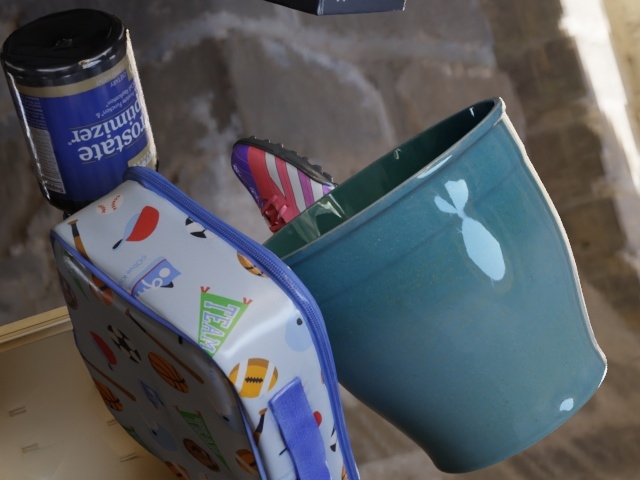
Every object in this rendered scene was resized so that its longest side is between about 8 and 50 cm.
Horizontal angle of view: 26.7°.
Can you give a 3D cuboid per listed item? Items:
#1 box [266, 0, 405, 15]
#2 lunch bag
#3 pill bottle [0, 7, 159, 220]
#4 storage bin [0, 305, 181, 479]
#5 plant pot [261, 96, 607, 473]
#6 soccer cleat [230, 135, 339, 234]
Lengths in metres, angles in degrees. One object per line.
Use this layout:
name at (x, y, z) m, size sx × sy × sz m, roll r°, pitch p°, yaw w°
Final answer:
box at (-0.027, -0.282, 1.127) m, size 0.207 × 0.153 × 0.108 m, roll 24°, pitch -155°, yaw 38°
lunch bag at (-0.078, 0.103, 1.034) m, size 0.115 × 0.243 × 0.303 m, roll -42°, pitch 143°, yaw -23°
pill bottle at (-0.225, -0.103, 1.311) m, size 0.123 × 0.219 × 0.123 m, roll -6°, pitch -142°, yaw 5°
storage bin at (-0.245, 0.203, 1.321) m, size 0.260 × 0.262 × 0.123 m, roll -18°, pitch -171°, yaw -2°
plant pot at (0.112, 0.053, 1.191) m, size 0.272 × 0.255 × 0.271 m, roll -34°, pitch -173°, yaw 4°
soccer cleat at (0.000, 0.000, 1.600) m, size 0.116 × 0.318 × 0.108 m, roll -48°, pitch 170°, yaw -16°
